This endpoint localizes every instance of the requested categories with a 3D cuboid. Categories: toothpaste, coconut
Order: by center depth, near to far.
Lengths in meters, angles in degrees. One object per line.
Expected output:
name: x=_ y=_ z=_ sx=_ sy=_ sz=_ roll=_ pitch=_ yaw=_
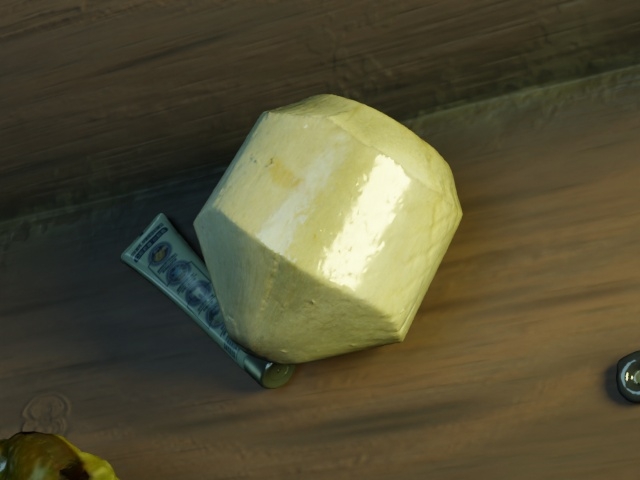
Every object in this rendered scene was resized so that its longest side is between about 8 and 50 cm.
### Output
coconut: x=0.000 y=0.000 z=1.418 sx=0.202 sy=0.202 sz=0.222 roll=23 pitch=82 yaw=37
toothpaste: x=-0.105 y=0.054 z=1.561 sx=0.062 sy=0.039 sz=0.239 roll=-49 pitch=51 yaw=1

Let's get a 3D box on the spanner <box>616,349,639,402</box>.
spanner: x=0.365 y=0.066 z=1.264 sx=0.316 sy=0.024 sz=0.087 roll=-21 pitch=66 yaw=24

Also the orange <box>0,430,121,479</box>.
orange: x=-0.283 y=0.317 z=1.458 sx=0.369 sy=0.210 sz=0.271 roll=-15 pitch=56 yaw=29
